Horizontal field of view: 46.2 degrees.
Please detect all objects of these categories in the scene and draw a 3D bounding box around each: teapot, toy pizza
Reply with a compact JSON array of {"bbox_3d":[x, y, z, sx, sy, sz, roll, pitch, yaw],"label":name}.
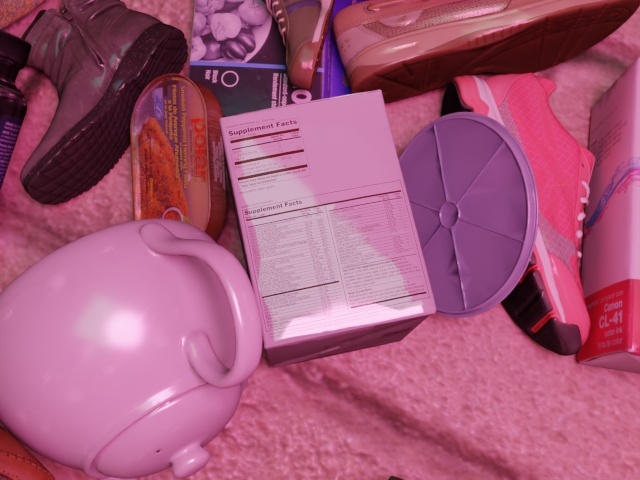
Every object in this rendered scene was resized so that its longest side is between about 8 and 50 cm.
[{"bbox_3d":[-0.151,0.114,0.643,0.252,0.256,0.187,-35,69,-3],"label":"teapot"},{"bbox_3d":[0.138,-0.025,0.742,0.032,0.201,0.201,1,72,-37],"label":"toy pizza"}]

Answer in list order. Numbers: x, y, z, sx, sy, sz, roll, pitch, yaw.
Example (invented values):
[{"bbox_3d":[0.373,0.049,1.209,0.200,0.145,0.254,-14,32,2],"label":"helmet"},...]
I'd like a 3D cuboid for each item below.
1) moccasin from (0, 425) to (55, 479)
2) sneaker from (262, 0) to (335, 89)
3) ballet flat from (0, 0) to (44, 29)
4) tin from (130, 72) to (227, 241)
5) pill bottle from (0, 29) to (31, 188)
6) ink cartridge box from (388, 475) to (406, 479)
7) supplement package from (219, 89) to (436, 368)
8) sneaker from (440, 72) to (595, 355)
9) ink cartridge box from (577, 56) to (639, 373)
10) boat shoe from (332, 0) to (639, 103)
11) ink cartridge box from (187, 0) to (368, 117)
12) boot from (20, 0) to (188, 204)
[{"bbox_3d":[-0.368,0.152,0.606,0.380,0.147,0.139,12,48,45],"label":"moccasin"},{"bbox_3d":[-0.031,-0.249,0.798,0.086,0.064,0.192,13,67,-1],"label":"sneaker"},{"bbox_3d":[-0.409,-0.268,0.807,0.348,0.123,0.123,-39,80,-11],"label":"ballet flat"},{"bbox_3d":[-0.146,-0.075,0.775,0.106,0.040,0.190,-5,85,36],"label":"tin"},{"bbox_3d":[-0.364,-0.106,0.735,0.122,0.123,0.219,20,92,3],"label":"pill bottle"},{"bbox_3d":[0.043,0.322,0.651,0.093,0.154,0.212,40,76,6],"label":"ink cartridge box"},{"bbox_3d":[0.000,0.000,0.712,0.149,0.194,0.203,-11,77,-6],"label":"supplement package"},{"bbox_3d":[0.234,-0.042,0.775,0.136,0.116,0.314,-14,76,-7],"label":"sneaker"},{"bbox_3d":[0.398,-0.012,0.766,0.226,0.131,0.306,8,77,0],"label":"ink cartridge box"},{"bbox_3d":[0.184,-0.248,0.821,0.341,0.122,0.110,-14,72,-9],"label":"boat shoe"},{"bbox_3d":[-0.042,-0.209,0.843,0.208,0.045,0.206,3,75,-3],"label":"ink cartridge box"},{"bbox_3d":[-0.272,-0.167,0.818,0.161,0.083,0.247,31,76,18],"label":"boot"}]
